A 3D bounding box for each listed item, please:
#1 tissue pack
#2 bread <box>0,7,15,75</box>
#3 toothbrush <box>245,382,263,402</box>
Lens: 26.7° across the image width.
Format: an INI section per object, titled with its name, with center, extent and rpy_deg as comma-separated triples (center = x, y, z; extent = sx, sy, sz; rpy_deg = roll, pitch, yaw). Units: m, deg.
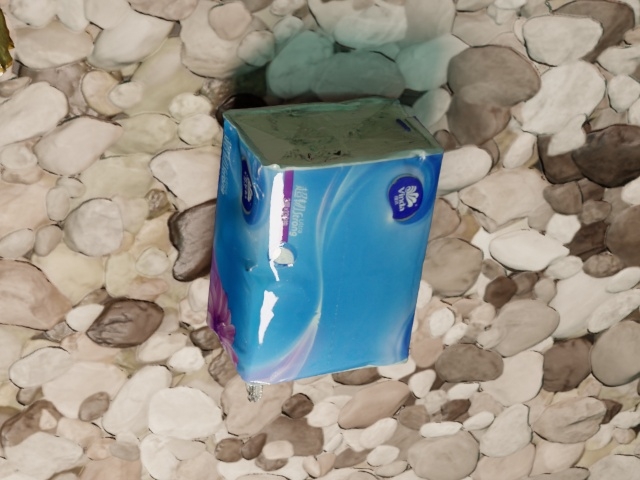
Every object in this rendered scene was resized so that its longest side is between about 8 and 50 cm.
[tissue pack]
center = 0.000, 0.000, 1.377
extent = 0.198, 0.146, 0.263
rpy_deg = -7, 124, -22
[bread]
center = -0.382, -0.255, 1.081
extent = 0.179, 0.194, 0.340
rpy_deg = -18, 131, -3
[toothbrush]
center = -0.069, 0.067, 1.497
extent = 0.021, 0.024, 0.288
rpy_deg = -5, 125, -13
